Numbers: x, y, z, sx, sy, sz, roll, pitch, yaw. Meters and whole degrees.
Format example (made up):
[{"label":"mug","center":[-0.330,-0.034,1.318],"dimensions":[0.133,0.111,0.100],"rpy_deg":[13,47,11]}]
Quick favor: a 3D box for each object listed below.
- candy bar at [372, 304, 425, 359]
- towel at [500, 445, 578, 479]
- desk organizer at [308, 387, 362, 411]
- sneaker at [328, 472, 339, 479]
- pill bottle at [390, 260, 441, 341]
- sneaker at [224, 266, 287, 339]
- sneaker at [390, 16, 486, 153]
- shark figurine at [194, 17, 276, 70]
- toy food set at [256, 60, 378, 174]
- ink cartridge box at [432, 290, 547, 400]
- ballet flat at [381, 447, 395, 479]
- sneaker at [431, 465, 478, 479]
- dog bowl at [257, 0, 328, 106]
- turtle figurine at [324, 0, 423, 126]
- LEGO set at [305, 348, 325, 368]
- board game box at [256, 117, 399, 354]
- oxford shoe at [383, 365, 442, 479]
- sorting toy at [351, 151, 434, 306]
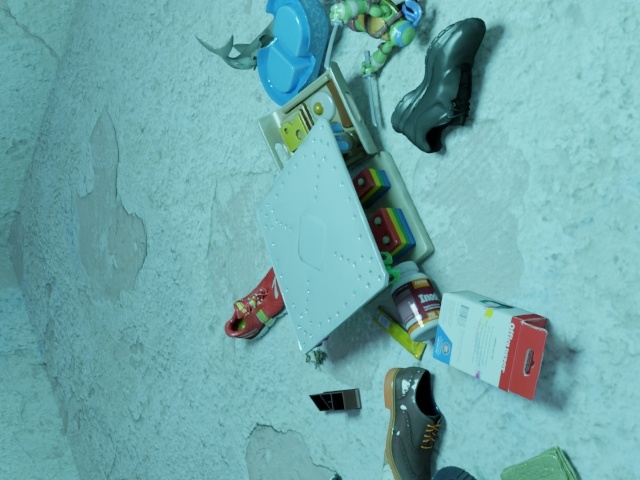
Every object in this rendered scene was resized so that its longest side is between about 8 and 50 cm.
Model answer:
[{"label":"candy bar","center":[0.164,0.194,1.547],"dimensions":[0.161,0.018,0.040],"rpy_deg":[40,116,43]},{"label":"towel","center":[0.390,0.434,1.266],"dimensions":[0.148,0.027,0.110],"rpy_deg":[-44,58,40]},{"label":"desk organizer","center":[0.032,0.374,1.678],"dimensions":[0.130,0.050,0.047],"rpy_deg":[-20,74,48]},{"label":"sneaker","center":[0.034,0.586,1.695],"dimensions":[0.035,0.031,0.083],"rpy_deg":[28,116,32]},{"label":"pill bottle","center":[0.194,0.122,1.459],"dimensions":[0.086,0.086,0.152],"rpy_deg":[-46,56,39]},{"label":"sneaker","center":[-0.162,0.169,1.861],"dimensions":[0.279,0.118,0.107],"rpy_deg":[-56,51,33]},{"label":"sneaker","center":[0.251,-0.293,1.398],"dimensions":[0.130,0.109,0.286],"rpy_deg":[53,137,28]},{"label":"shark figurine","center":[-0.196,-0.482,1.822],"dimensions":[0.116,0.278,0.166],"rpy_deg":[29,133,26]},{"label":"toy food set","center":[-0.018,-0.244,1.658],"dimensions":[0.306,0.092,0.220],"rpy_deg":[-26,89,49]},{"label":"ink cartridge box","center":[0.322,0.186,1.311],"dimensions":[0.231,0.078,0.134],"rpy_deg":[20,105,49]},{"label":"ballet flat","center":[0.165,0.530,1.503],"dimensions":[0.073,0.067,0.206],"rpy_deg":[-43,58,41]},{"label":"sneaker","center":[0.319,0.563,1.316],"dimensions":[0.319,0.112,0.131],"rpy_deg":[51,157,30]},{"label":"dog bowl","center":[-0.065,-0.459,1.719],"dimensions":[0.166,0.074,0.297],"rpy_deg":[49,146,24]},{"label":"turtle figurine","center":[0.063,-0.441,1.537],"dimensions":[0.275,0.197,0.266],"rpy_deg":[-59,43,24]},{"label":"LEGO set","center":[-0.009,0.282,1.757],"dimensions":[0.083,0.023,0.054],"rpy_deg":[21,103,62]},{"label":"board game box","center":[0.000,0.000,1.577],"dimensions":[0.390,0.050,0.390],"rpy_deg":[-48,55,50]},{"label":"oxford shoe","center":[0.194,0.390,1.454],"dimensions":[0.098,0.097,0.271],"rpy_deg":[-17,76,43]},{"label":"sorting toy","center":[0.090,-0.022,1.583],"dimensions":[0.255,0.089,0.257],"rpy_deg":[-44,58,41]}]
